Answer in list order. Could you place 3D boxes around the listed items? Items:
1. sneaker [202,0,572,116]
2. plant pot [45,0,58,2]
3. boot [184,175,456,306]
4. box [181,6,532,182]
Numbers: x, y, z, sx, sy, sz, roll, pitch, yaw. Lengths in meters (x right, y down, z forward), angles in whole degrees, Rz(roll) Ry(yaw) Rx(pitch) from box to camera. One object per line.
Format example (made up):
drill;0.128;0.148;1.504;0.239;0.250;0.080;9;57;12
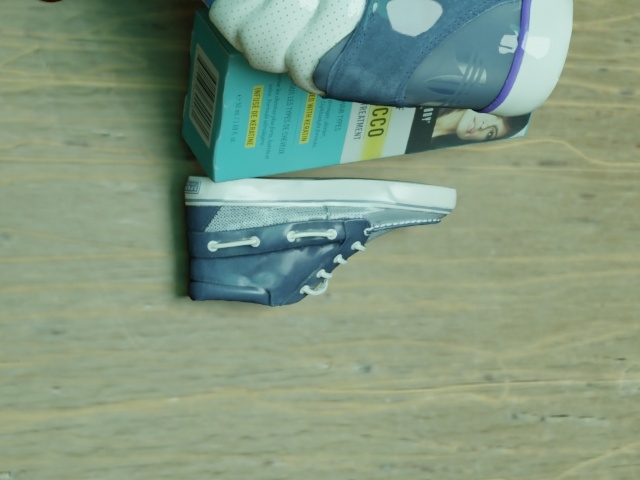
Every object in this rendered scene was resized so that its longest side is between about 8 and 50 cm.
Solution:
sneaker;0.017;-0.220;0.843;0.236;0.130;0.323;9;53;-18
plant pot;-0.109;-0.336;0.805;0.267;0.236;0.267;-37;102;-18
boot;0.000;0.000;0.936;0.190;0.069;0.086;0;94;-13
box;0.034;-0.109;0.917;0.244;0.060;0.100;-10;133;-25
